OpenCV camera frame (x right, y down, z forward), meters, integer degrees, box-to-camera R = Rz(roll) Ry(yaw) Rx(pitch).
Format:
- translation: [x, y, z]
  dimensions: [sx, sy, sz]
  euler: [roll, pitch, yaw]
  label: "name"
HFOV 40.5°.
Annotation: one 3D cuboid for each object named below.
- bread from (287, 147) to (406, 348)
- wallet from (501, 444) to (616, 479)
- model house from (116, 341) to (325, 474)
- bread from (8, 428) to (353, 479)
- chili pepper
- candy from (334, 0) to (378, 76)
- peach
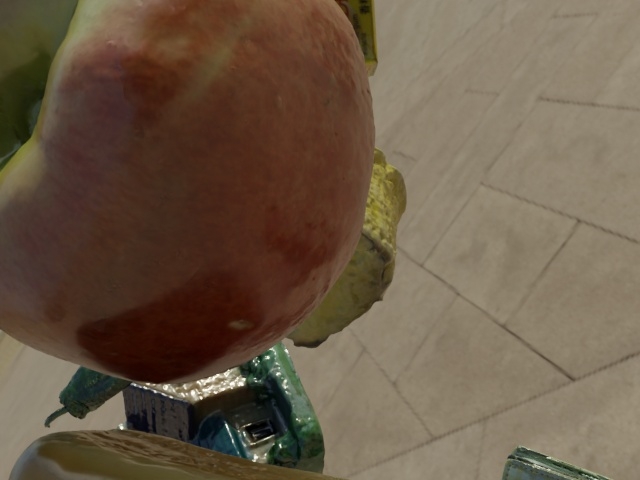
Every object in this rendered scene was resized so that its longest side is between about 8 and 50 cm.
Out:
- translation: [-0.002, -0.004, 0.893]
  dimensions: [0.197, 0.197, 0.170]
  euler: [-47, 28, 29]
  label: "bread"
- translation: [0.386, 0.531, 1.475]
  dimensions: [0.077, 0.223, 0.309]
  euler: [-1, -77, -63]
  label: "wallet"
- translation: [-0.174, 0.313, 1.386]
  dimensions: [0.245, 0.280, 0.312]
  euler: [96, 154, -42]
  label: "model house"
- translation: [-0.031, 0.147, 0.379]
  dimensions: [0.147, 0.218, 0.098]
  euler: [56, -136, -73]
  label: "bread"
- translation: [-0.304, 0.180, 1.262]
  dimensions: [0.279, 0.065, 0.122]
  euler: [-43, 18, -9]
  label: "chili pepper"
- translation: [-0.061, -0.301, 1.227]
  dimensions: [0.088, 0.276, 0.146]
  euler: [135, 133, -86]
  label: "candy"
- translation: [-0.078, -0.048, 0.452]
  dimensions: [0.232, 0.232, 0.257]
  euler: [-54, -21, 10]
  label: "peach"
